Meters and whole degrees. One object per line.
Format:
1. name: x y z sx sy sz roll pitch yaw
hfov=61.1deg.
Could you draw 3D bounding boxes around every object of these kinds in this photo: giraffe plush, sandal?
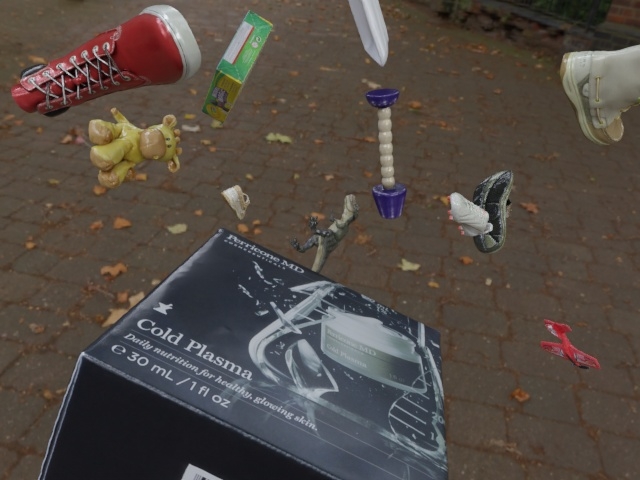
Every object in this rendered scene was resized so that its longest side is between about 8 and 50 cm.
1. giraffe plush: -0.426 -0.224 1.301 0.171 0.181 0.210 0 36 6
2. sandal: 0.528 -0.083 1.650 0.120 0.086 0.302 -10 54 44

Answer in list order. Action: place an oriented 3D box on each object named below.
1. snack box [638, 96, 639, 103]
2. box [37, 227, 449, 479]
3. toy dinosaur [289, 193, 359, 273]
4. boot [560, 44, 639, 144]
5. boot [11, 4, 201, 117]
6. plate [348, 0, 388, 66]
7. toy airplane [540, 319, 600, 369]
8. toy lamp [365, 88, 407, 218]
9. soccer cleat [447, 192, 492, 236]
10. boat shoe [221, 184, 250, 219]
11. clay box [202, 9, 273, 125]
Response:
1. snack box: 0.392 -0.110 0.541 0.037 0.100 0.141 -26 11 1
2. box: -0.076 0.266 0.869 0.480 0.297 0.471 26 21 0
3. toy dinosaur: 0.000 0.000 1.328 0.118 0.268 0.064 24 12 -35
4. boot: 0.490 -0.226 0.847 0.165 0.077 0.213 2 -26 45
5. boot: -0.257 -0.195 0.632 0.176 0.088 0.244 -36 28 -29
6. plate: 0.106 -0.592 1.347 0.045 0.277 0.278 -21 27 5
7. toy airplane: 0.513 0.217 1.138 0.028 0.151 0.151 -45 51 -14
8. toy lamp: 0.143 -0.179 1.163 0.080 0.274 0.080 -7 26 3
9. soccer cleat: 0.346 -0.062 1.253 0.076 0.068 0.196 -7 -22 26
10. boat shoe: -0.222 -0.104 1.489 0.059 0.170 0.063 -37 79 -7
11. clay box: -0.159 -0.303 0.992 0.053 0.127 0.222 28 -16 -15
